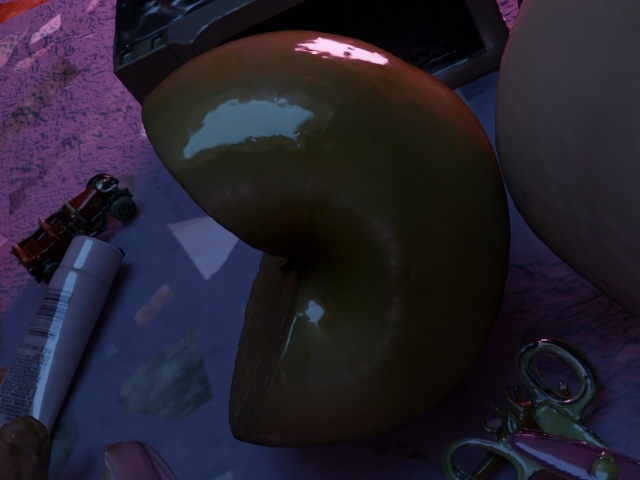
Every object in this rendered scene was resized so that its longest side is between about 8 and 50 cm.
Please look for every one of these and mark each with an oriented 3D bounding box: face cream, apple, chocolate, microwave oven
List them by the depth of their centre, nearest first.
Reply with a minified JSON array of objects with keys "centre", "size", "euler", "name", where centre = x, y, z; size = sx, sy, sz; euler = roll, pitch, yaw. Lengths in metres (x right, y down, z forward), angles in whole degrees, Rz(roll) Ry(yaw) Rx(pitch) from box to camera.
[{"centre":[0.263,-0.097,0.566],"size":[0.314,0.326,0.297],"euler":[-7,36,-30],"name":"chocolate"},{"centre":[0.019,-0.009,0.681],"size":[0.234,0.294,0.258],"euler":[-9,11,9],"name":"apple"},{"centre":[-0.268,0.108,0.931],"size":[0.092,0.058,0.243],"euler":[7,64,29],"name":"face cream"},{"centre":[-0.020,-0.264,0.964],"size":[0.355,0.218,0.286],"euler":[-22,46,15],"name":"microwave oven"}]

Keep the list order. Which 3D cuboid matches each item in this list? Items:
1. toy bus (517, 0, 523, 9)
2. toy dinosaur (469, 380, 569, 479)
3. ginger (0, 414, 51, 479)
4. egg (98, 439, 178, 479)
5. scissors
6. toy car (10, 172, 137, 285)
[{"centre":[0.264,-0.255,0.878],"size":[0.089,0.081,0.195],"euler":[-40,43,-17],"name":"toy bus"},{"centre":[0.132,0.134,0.668],"size":[0.113,0.026,0.041],"euler":[-37,56,-11],"name":"toy dinosaur"},{"centre":[-0.290,0.240,0.709],"size":[0.221,0.130,0.275],"euler":[-44,8,40],"name":"ginger"},{"centre":[-0.161,0.295,0.623],"size":[0.162,0.206,0.271],"euler":[38,56,14],"name":"egg"},{"centre":[0.184,0.150,0.613],"size":[0.187,0.020,0.133],"euler":[31,70,34],"name":"scissors"},{"centre":[-0.274,-0.016,1.035],"size":[0.143,0.054,0.073],"euler":[-45,45,-7],"name":"toy car"}]
